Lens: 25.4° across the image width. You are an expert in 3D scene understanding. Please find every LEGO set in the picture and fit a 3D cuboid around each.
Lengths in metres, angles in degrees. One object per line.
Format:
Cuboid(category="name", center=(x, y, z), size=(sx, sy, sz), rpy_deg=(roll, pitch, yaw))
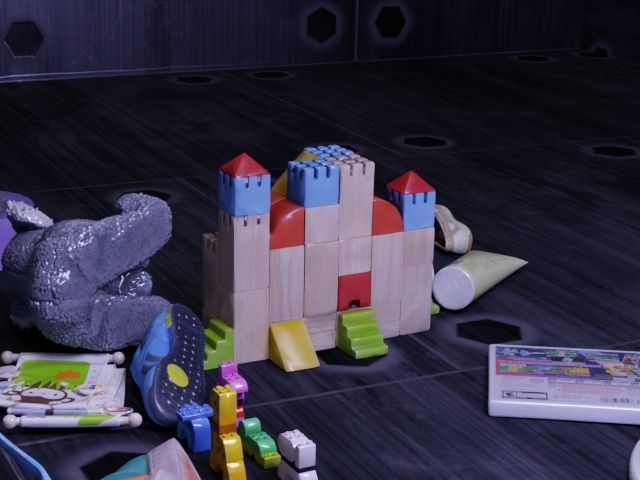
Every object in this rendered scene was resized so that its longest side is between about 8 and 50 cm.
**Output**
Cuboid(category="LEGO set", center=(-0.089, 0.184, 1.483), size=(0.087, 0.093, 0.227), rpy_deg=(-8, 20, -28))

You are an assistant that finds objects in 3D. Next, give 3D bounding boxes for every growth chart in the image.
Cuboid(category="growth chart", center=(-0.299, 0.171, 1.636), size=(0.172, 0.021, 0.237), rpy_deg=(-1, 15, -11))

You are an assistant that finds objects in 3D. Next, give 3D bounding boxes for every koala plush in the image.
Cuboid(category="koala plush", center=(-0.322, 0.036, 1.780), size=(0.221, 0.196, 0.203), rpy_deg=(14, 21, 43))

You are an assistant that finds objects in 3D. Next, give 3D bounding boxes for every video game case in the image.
Cuboid(category="video game case", center=(0.300, 0.170, 1.686), size=(0.201, 0.023, 0.183), rpy_deg=(2, 17, 6))

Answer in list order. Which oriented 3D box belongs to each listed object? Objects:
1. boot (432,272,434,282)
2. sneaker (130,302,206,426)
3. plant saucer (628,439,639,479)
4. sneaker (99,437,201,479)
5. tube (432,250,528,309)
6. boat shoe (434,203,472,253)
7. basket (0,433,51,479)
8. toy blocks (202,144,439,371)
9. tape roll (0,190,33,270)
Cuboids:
Cuboid(category="boot", center=(0.102, 0.023, 2.062), size=(0.086, 0.069, 0.190), rpy_deg=(1, 19, -11))
Cuboid(category="sneaker", center=(-0.182, 0.158, 1.640), size=(0.069, 0.082, 0.209), rpy_deg=(41, 21, -22))
Cuboid(category="plant saucer", center=(0.515, 0.217, 1.421), size=(0.401, 0.100, 0.400), rpy_deg=(1, 17, 0))
Cuboid(category="sneaker", center=(-0.157, 0.255, 1.204), size=(0.121, 0.108, 0.302), rpy_deg=(-30, 3, -2))
Cuboid(category="tube", center=(0.226, 0.046, 2.037), size=(0.070, 0.062, 0.240), rpy_deg=(50, 24, 6))
Cuboid(category="boat shoe", center=(0.183, -0.018, 2.237), size=(0.048, 0.056, 0.153), rpy_deg=(-2, 24, -25))
Cuboid(category="basket", center=(-0.363, 0.227, 1.085), size=(0.289, 0.201, 0.255), rpy_deg=(-39, 33, -16))
Cuboid(category="toy blocks", center=(0.000, 0.000, 1.809), size=(0.381, 0.260, 0.191), rpy_deg=(-8, 19, -28))
Cuboid(category="tape roll", center=(-0.523, -0.015, 2.124), size=(0.189, 0.080, 0.189), rpy_deg=(0, 17, 0))
